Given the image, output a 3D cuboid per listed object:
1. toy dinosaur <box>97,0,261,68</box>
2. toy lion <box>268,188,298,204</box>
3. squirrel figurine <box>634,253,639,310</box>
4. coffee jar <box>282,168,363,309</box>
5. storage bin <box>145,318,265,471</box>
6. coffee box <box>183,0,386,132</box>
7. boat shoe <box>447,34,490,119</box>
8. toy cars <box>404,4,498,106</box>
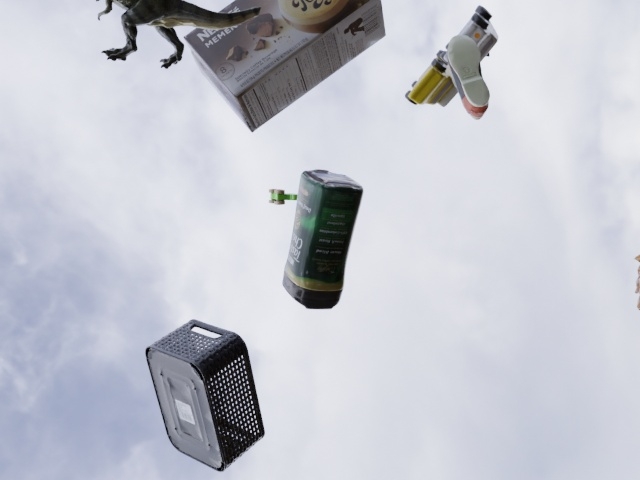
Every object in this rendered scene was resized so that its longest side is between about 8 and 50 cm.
[{"bbox_3d":[-0.225,-0.293,0.965,0.268,0.064,0.118,14,-61,-13],"label":"toy dinosaur"},{"bbox_3d":[-0.059,-0.095,1.579,0.096,0.100,0.034,-1,-84,-16],"label":"toy lion"},{"bbox_3d":[0.422,-0.060,0.645,0.397,0.370,0.281,-29,-96,-13],"label":"squirrel figurine"},{"bbox_3d":[0.000,0.000,1.006,0.079,0.096,0.184,3,-72,-23],"label":"coffee jar"},{"bbox_3d":[-0.160,0.214,1.007,0.084,0.122,0.180,-31,-58,-43],"label":"storage bin"},{"bbox_3d":[-0.058,-0.349,1.236,0.297,0.168,0.119,-37,-24,-5],"label":"coffee box"},{"bbox_3d":[0.219,-0.244,1.072,0.043,0.049,0.137,74,-177,-65],"label":"boat shoe"},{"bbox_3d":[0.271,-0.348,1.440,0.087,0.393,0.176,38,-102,-4],"label":"toy cars"}]
